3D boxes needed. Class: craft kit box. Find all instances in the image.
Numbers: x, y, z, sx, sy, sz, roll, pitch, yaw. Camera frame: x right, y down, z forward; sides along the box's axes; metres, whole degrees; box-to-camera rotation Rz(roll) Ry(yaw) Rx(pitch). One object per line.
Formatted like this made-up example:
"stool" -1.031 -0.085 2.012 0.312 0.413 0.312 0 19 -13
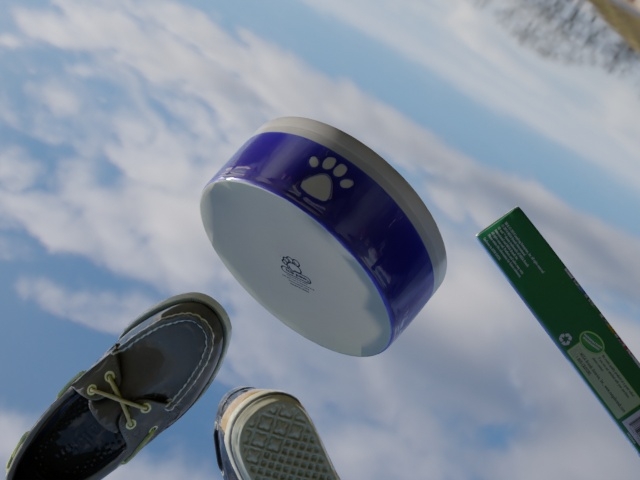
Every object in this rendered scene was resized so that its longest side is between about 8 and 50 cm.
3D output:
"craft kit box" 0.258 0.092 1.114 0.250 0.061 0.246 55 -176 12

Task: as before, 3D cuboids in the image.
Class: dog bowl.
"dog bowl" 0.000 0.000 1.207 0.265 0.265 0.104 36 -117 10

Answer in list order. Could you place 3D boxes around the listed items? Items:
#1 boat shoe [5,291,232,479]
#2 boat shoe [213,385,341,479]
"boat shoe" -0.209 0.172 1.143 0.109 0.305 0.091 46 -160 -3
"boat shoe" -0.038 0.437 1.753 0.156 0.187 0.500 23 137 60
